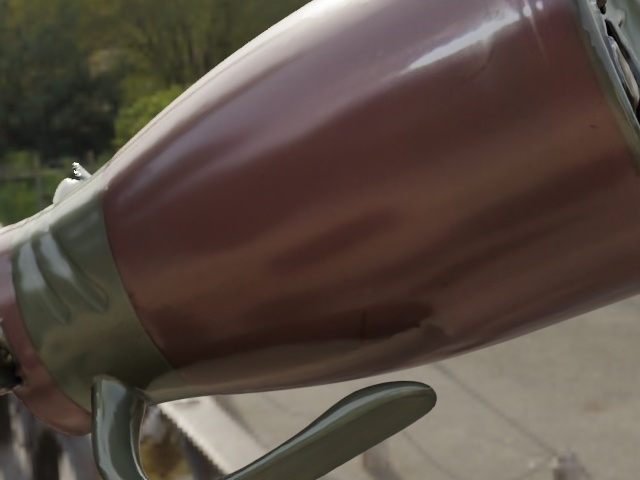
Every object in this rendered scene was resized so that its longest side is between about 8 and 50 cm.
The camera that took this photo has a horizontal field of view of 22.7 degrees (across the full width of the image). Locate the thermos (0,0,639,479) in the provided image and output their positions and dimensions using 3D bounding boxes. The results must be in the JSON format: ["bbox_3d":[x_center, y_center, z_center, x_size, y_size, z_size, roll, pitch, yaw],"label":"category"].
[{"bbox_3d":[0.000,0.000,0.579,0.265,0.146,0.176,-25,51,19],"label":"thermos"}]
